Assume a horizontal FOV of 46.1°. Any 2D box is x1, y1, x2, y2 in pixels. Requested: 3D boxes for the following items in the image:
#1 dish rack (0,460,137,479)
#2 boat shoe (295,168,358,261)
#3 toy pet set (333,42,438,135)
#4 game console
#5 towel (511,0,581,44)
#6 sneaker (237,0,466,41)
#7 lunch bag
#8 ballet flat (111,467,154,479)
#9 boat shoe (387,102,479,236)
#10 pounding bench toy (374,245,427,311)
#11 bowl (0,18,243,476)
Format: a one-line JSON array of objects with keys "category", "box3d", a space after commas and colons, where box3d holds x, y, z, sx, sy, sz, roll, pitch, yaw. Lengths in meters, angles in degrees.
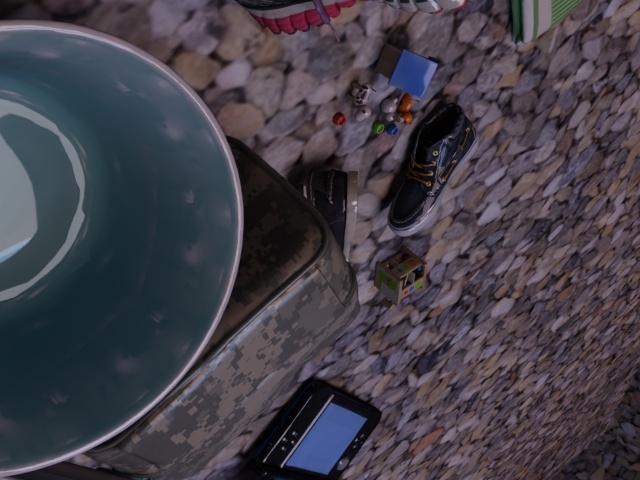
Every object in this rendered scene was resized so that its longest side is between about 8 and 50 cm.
[{"category": "dish rack", "box3d": [-0.324, 0.269, 0.683, 0.333, 0.072, 0.285, 24, 122, -27]}, {"category": "boat shoe", "box3d": [0.000, 0.000, 0.943, 0.079, 0.084, 0.233, 1, 140, -3]}, {"category": "toy pet set", "box3d": [0.094, -0.165, 0.880, 0.122, 0.065, 0.114, -2, 124, -49]}, {"category": "game console", "box3d": [0.029, 0.400, 1.240, 0.250, 0.173, 0.293, -53, 147, -3]}, {"category": "towel", "box3d": [0.352, -0.425, 0.955, 0.325, 0.038, 0.248, -45, 147, -11]}, {"category": "sneaker", "box3d": [0.030, -0.231, 0.560, 0.112, 0.299, 0.120, 21, 68, -52]}, {"category": "lunch bag", "box3d": [-0.112, 0.089, 0.756, 0.305, 0.212, 0.256, -43, 147, -6]}, {"category": "ballet flat", "box3d": [-0.195, 0.215, 0.923, 0.074, 0.074, 0.203, 13, 106, -53]}, {"category": "boat shoe", "box3d": [0.139, -0.097, 1.006, 0.183, 0.065, 0.083, -55, 145, -4]}, {"category": "pounding bench toy", "box3d": [0.123, 0.062, 1.144, 0.065, 0.052, 0.083, -30, 141, -28]}, {"category": "bowl", "box3d": [-0.228, -0.009, 0.541, 0.312, 0.163, 0.311, -19, 122, -34]}]
